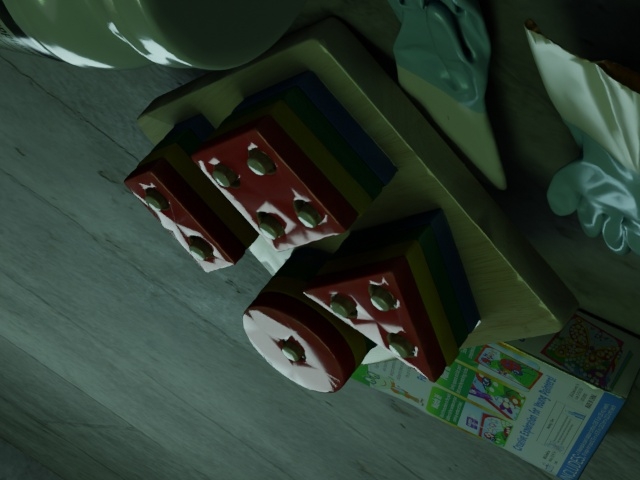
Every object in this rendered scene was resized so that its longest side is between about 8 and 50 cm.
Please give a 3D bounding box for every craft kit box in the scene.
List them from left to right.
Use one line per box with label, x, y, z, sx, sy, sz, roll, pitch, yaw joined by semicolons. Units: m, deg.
craft kit box;0.118;0.090;1.522;0.247;0.061;0.250;23;159;6

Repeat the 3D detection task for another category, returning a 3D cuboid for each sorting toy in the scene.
sorting toy;0.000;0.000;1.304;0.255;0.089;0.257;48;151;-16

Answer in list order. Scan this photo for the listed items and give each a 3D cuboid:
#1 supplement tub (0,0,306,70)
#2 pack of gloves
supplement tub;-0.149;-0.191;0.983;0.272;0.191;0.191;14;156;32
pack of gloves;0.124;-0.088;1.129;0.195;0.046;0.232;35;164;23
